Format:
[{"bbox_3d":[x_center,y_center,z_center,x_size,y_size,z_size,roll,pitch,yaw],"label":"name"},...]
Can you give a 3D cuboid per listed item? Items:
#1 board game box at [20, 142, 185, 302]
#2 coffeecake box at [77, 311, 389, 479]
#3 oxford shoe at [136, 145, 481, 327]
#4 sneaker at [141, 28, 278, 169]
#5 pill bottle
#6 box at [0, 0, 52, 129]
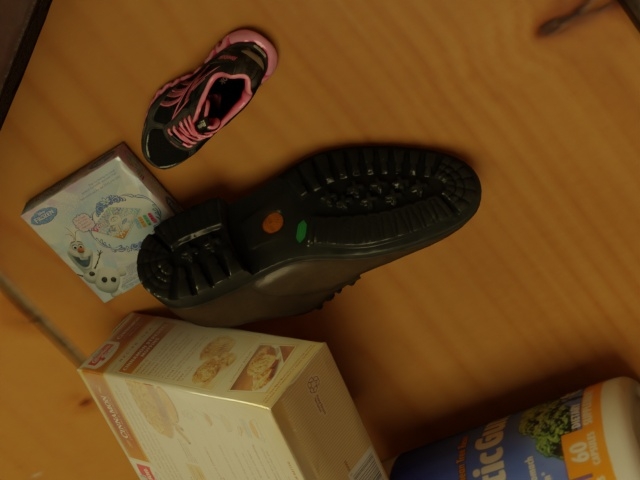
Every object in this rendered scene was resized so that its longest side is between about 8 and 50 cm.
[{"bbox_3d":[-0.142,-0.011,1.067,0.090,0.020,0.090,-28,119,23],"label":"board game box"},{"bbox_3d":[-0.059,0.132,1.079,0.185,0.068,0.142,6,132,40],"label":"coffeecake box"},{"bbox_3d":[0.000,0.000,1.036,0.227,0.083,0.096,-15,149,11],"label":"oxford shoe"},{"bbox_3d":[-0.076,-0.081,0.989,0.047,0.057,0.119,35,123,-19],"label":"sneaker"},{"bbox_3d":[0.121,0.209,1.108,0.272,0.152,0.152,-23,119,20],"label":"pill bottle"},{"bbox_3d":[-0.280,-0.115,0.942,0.191,0.143,0.381,24,126,-10],"label":"box"}]
